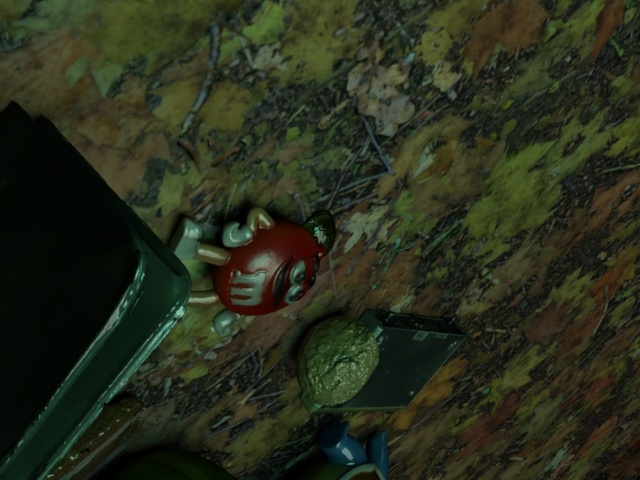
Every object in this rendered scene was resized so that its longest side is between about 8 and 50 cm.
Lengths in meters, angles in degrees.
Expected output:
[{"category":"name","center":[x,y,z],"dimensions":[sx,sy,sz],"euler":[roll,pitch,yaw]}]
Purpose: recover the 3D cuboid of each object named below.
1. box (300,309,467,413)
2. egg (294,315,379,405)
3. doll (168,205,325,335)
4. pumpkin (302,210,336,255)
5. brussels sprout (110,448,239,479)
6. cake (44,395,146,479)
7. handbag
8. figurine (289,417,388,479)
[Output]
[{"category":"box","center":[0.112,0.198,1.575],"dimensions":[0.270,0.045,0.211],"euler":[13,120,-52]},{"category":"egg","center":[0.024,0.170,1.384],"dimensions":[0.116,0.118,0.140],"euler":[15,109,-34]},{"category":"doll","center":[-0.086,0.041,1.153],"dimensions":[0.217,0.085,0.183],"euler":[-1,129,-34]},{"category":"pumpkin","center":[0.000,0.001,1.245],"dimensions":[0.050,0.028,0.083],"euler":[-26,148,-26]},{"category":"brussels sprout","center":[-0.177,0.473,1.309],"dimensions":[0.276,0.315,0.371],"euler":[-30,140,-38]},{"category":"cake","center":[-0.338,0.267,1.165],"dimensions":[0.295,0.113,0.116],"euler":[-25,152,-45]},{"category":"handbag","center":[-0.258,0.042,0.812],"dimensions":[0.247,0.260,0.079],"euler":[-51,149,6]},{"category":"figurine","center":[0.029,0.442,1.655],"dimensions":[0.298,0.243,0.416],"euler":[-47,169,-9]}]
